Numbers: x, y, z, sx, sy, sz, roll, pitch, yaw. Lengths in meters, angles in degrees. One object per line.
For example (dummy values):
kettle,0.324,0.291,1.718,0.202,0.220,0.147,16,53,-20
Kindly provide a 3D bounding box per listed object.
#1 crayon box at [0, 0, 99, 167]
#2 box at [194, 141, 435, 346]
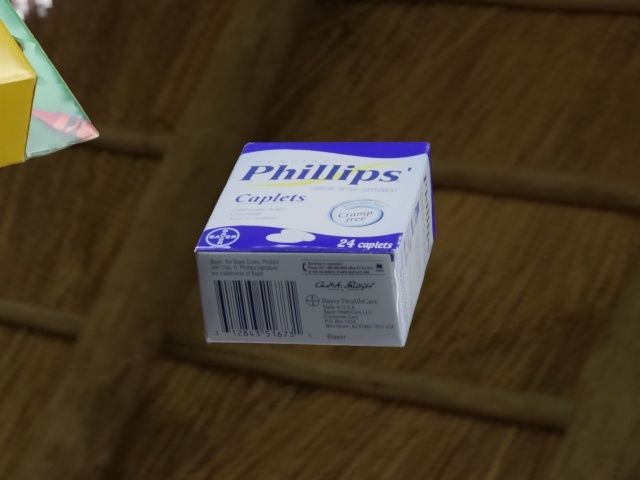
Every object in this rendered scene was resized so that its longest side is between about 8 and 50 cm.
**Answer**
crayon box,-0.317,-0.117,1.184,0.202,0.318,0.081,53,-35,32
box,0.000,0.000,1.190,0.126,0.137,0.072,1,-59,12
